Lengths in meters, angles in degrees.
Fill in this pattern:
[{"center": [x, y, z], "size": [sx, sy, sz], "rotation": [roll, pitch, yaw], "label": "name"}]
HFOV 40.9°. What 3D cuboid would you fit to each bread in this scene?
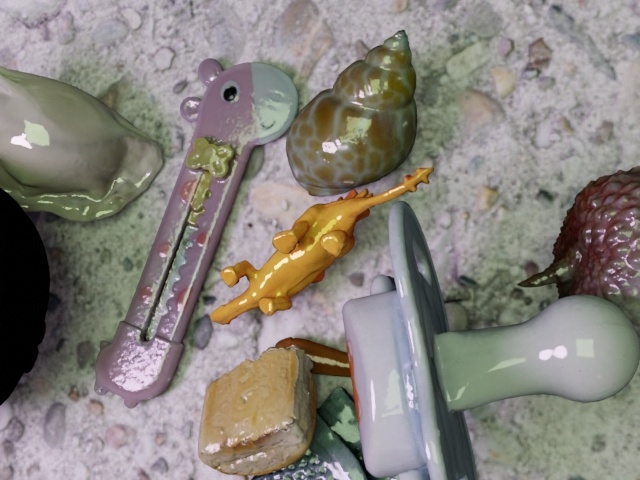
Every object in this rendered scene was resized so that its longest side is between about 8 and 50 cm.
[{"center": [-0.056, 0.173, 0.837], "size": [0.125, 0.082, 0.106], "rotation": [-24, 44, 22], "label": "bread"}]

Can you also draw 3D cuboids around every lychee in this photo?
[{"center": [0.274, 0.016, 0.756], "size": [0.197, 0.165, 0.165], "rotation": [-3, 82, -8], "label": "lychee"}]

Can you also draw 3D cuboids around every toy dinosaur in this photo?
[{"center": [0.000, 0.000, 0.847], "size": [0.288, 0.117, 0.070], "rotation": [-38, 89, 22], "label": "toy dinosaur"}]

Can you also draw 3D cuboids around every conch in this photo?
[{"center": [0.032, -0.112, 0.862], "size": [0.173, 0.106, 0.116], "rotation": [-17, 60, 25], "label": "conch"}]

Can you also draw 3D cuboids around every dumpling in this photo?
[{"center": [-0.292, -0.094, 0.926], "size": [0.229, 0.124, 0.151], "rotation": [23, 103, -9], "label": "dumpling"}]

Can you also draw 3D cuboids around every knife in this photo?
[{"center": [-0.140, -0.009, 0.920], "size": [0.132, 0.038, 0.398], "rotation": [20, 89, 17], "label": "knife"}]

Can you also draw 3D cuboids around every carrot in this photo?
[{"center": [0.012, 0.121, 0.873], "size": [0.142, 0.035, 0.035], "rotation": [7, 85, 8], "label": "carrot"}]

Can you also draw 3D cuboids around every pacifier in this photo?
[{"center": [0.144, 0.105, 0.714], "size": [0.233, 0.244, 0.299], "rotation": [-13, 72, 18], "label": "pacifier"}]

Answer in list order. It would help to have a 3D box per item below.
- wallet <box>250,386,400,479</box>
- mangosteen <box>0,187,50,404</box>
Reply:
[{"center": [-0.012, 0.344, 0.832], "size": [0.237, 0.075, 0.342], "rotation": [41, 94, 17], "label": "wallet"}, {"center": [-0.419, 0.050, 0.836], "size": [0.297, 0.313, 0.297], "rotation": [-16, 50, 20], "label": "mangosteen"}]
